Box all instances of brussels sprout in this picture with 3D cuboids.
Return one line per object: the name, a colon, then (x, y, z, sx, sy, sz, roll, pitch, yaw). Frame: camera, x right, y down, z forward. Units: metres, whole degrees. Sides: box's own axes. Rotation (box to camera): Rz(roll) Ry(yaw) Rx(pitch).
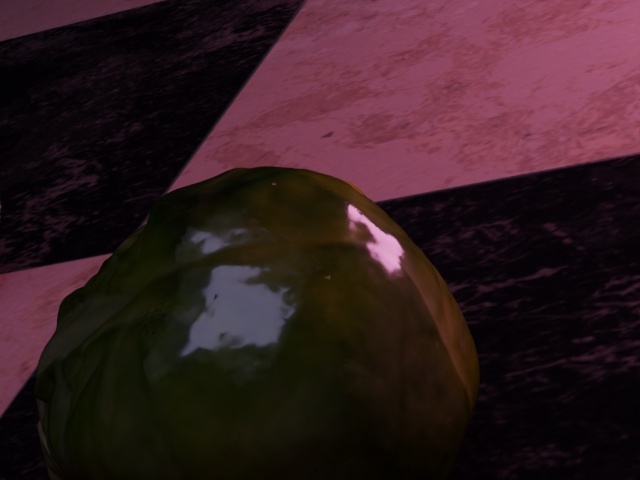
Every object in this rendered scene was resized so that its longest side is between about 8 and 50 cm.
brussels sprout: (-0.043, 0.076, 0.937, 0.271, 0.210, 0.219, -14, 44, 42)

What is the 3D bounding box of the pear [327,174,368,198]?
pear: (0.000, 0.000, 1.214, 0.097, 0.092, 0.092, 16, 10, -25)
